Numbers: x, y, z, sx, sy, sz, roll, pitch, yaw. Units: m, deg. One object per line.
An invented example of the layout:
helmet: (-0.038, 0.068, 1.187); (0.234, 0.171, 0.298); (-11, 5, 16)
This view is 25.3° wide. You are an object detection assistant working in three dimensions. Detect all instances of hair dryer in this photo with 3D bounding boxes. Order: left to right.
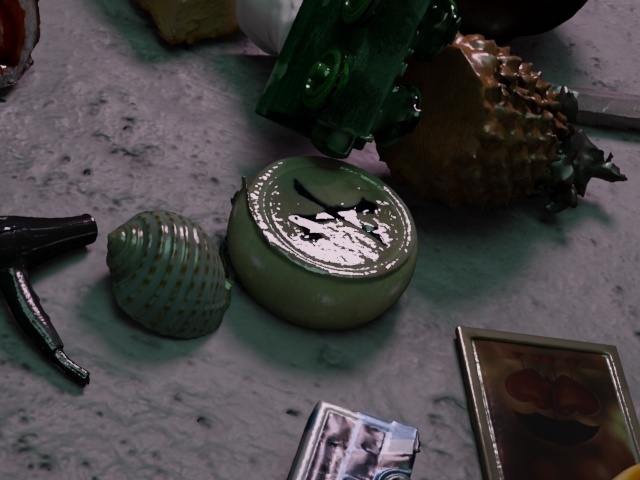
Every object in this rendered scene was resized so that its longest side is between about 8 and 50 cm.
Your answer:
hair dryer: (-0.291, 0.064, 1.531); (0.195, 0.075, 0.219); (-13, 63, -44)

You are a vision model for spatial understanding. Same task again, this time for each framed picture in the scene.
framed picture: (0.272, 0.223, 1.624); (0.211, 0.020, 0.290); (8, 45, -15)

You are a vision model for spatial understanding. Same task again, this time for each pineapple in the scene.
pineapple: (0.252, -0.134, 1.863); (0.357, 0.223, 0.223); (12, 40, -40)

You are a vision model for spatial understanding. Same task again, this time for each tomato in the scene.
tomato: (-0.457, -0.258, 1.717); (0.155, 0.181, 0.214); (20, 31, 24)

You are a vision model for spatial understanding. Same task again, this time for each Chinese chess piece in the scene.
Chinese chess piece: (0.000, 0.000, 1.682); (0.237, 0.092, 0.238); (11, 44, -11)

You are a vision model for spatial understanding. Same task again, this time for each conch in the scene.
conch: (-0.166, 0.033, 1.576); (0.153, 0.102, 0.135); (18, 57, -6)

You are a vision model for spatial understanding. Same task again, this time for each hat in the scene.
hat: (-0.007, -0.289, 1.896); (0.203, 0.203, 0.126); (6, 39, -17)

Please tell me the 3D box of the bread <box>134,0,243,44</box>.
bread: (-0.200, -0.398, 1.991); (0.184, 0.114, 0.275); (-21, 56, -33)

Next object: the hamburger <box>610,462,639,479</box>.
hamburger: (0.356, 0.357, 1.404); (0.300, 0.176, 0.300); (12, 42, -11)

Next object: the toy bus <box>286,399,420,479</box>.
toy bus: (0.012, 0.296, 1.378); (0.131, 0.106, 0.297); (21, 41, 1)

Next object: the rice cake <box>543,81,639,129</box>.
rice cake: (0.434, -0.193, 2.094); (0.269, 0.049, 0.055); (3, 68, -20)

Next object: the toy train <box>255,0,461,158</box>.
toy train: (0.051, -0.227, 1.733); (0.145, 0.266, 0.202); (24, 1, -25)

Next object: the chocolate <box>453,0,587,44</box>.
chocolate: (0.257, -0.457, 2.102); (0.331, 0.384, 0.384); (36, 42, -7)
